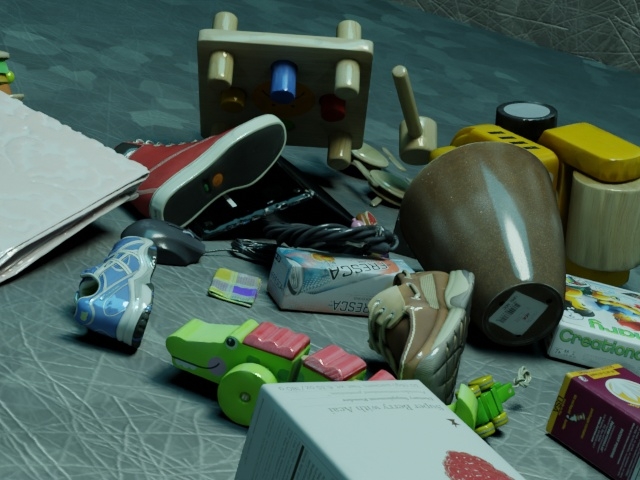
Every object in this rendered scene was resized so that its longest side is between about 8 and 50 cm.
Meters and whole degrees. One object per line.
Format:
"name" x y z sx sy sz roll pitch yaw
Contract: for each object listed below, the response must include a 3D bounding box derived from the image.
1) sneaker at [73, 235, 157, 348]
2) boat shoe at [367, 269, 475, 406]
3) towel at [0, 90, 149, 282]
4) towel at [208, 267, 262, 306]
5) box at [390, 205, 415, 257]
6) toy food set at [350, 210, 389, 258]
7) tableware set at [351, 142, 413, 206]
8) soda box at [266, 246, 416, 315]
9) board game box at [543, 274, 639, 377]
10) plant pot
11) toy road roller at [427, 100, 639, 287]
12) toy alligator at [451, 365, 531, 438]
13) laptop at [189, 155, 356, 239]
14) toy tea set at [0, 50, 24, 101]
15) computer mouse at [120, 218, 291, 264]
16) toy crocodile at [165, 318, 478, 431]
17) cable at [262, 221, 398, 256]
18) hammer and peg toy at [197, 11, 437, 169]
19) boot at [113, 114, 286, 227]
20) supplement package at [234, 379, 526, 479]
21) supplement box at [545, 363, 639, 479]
"sneaker" -0.234 0.045 1.766 0.081 0.080 0.211 15 19 -12
"boat shoe" 0.109 0.113 1.808 0.116 0.123 0.324 10 14 7
"towel" -0.430 -0.084 1.906 0.332 0.053 0.317 27 34 20
"towel" -0.106 0.057 1.927 0.060 0.009 0.083 17 20 1
"box" 0.146 -0.006 2.213 0.083 0.052 0.062 15 21 1
"toy food set" 0.070 -0.007 2.143 0.078 0.019 0.122 48 24 -16
"tableware set" 0.085 -0.102 2.440 0.128 0.039 0.194 16 23 -34
"soda box" 0.029 0.054 1.956 0.183 0.063 0.058 5 22 -26
"board game box" 0.444 0.130 2.072 0.305 0.053 0.193 14 21 -4
"plant pot" 0.231 0.024 2.026 0.215 0.215 0.230 8 36 -19
"toy road roller" 0.300 -0.060 2.274 0.241 0.202 0.329 -14 29 -32
"toy alligator" 0.183 0.184 1.757 0.051 0.056 0.190 -20 2 31
"laptop" -0.082 -0.048 2.212 0.264 0.136 0.234 -22 34 -18
"toy tea set" -0.539 -0.189 2.163 0.200 0.124 0.336 -6 4 44
"computer mouse" -0.142 0.002 2.001 0.242 0.041 0.071 4 23 -30
"toy crocodile" -0.001 0.152 1.622 0.341 0.105 0.115 22 21 18
"cable" 0.000 0.000 2.016 0.151 0.047 0.184 2 1 -40
"hammer and peg toy" 0.000 -0.221 2.298 0.361 0.266 0.127 3 59 0
"boot" -0.181 -0.122 2.136 0.244 0.088 0.176 -34 45 -29
"supplement package" 0.070 0.261 1.288 0.178 0.175 0.293 2 25 -34
"supplement box" 0.362 0.221 1.740 0.104 0.080 0.188 -5 29 -44
